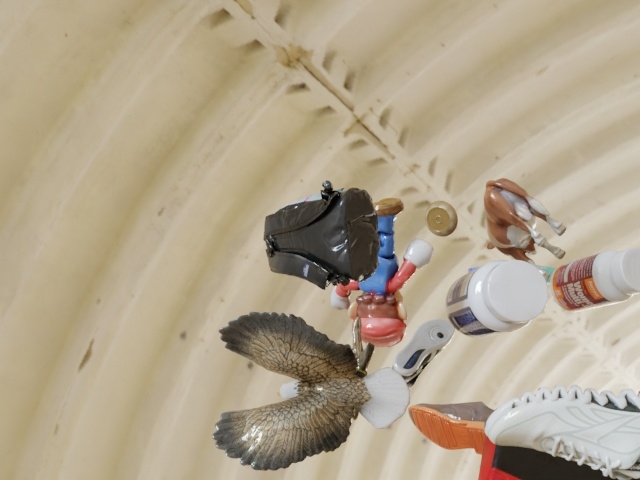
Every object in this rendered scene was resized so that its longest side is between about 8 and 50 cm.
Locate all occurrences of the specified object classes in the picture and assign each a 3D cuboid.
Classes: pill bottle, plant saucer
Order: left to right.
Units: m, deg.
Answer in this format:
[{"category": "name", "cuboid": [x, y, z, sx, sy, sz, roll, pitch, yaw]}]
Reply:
[{"category": "plant saucer", "cuboid": [0.269, -0.048, 1.566, 0.015, 0.083, 0.083, -18, -40, -51]}, {"category": "pill bottle", "cuboid": [0.373, 0.125, 1.481, 0.153, 0.153, 0.264, -24, -8, -10]}, {"category": "pill bottle", "cuboid": [0.650, 0.091, 1.606, 0.121, 0.121, 0.221, -8, -11, -25]}]

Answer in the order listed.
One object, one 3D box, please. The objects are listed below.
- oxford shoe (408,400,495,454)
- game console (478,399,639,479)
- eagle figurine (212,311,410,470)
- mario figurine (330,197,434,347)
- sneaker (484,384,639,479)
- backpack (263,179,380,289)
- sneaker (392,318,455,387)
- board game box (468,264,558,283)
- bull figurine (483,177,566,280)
[{"category": "oxford shoe", "cuboid": [0.425, 0.544, 2.072, 0.133, 0.364, 0.129, -32, -65, -37]}, {"category": "game console", "cuboid": [0.467, 0.495, 1.253, 0.387, 0.342, 0.060, 23, -38, 0]}, {"category": "eagle figurine", "cuboid": [-0.023, 0.255, 1.190, 0.298, 0.226, 0.225, 10, -53, -45]}, {"category": "mario figurine", "cuboid": [0.122, 0.068, 1.452, 0.170, 0.198, 0.320, -12, -75, -27]}, {"category": "sneaker", "cuboid": [0.378, 0.270, 0.961, 0.292, 0.118, 0.110, -4, -37, 6]}, {"category": "backpack", "cuboid": [0.000, 0.000, 1.031, 0.115, 0.182, 0.151, 5, -99, -44]}, {"category": "sneaker", "cuboid": [0.243, 0.286, 1.723, 0.217, 0.079, 0.121, -33, -29, -34]}, {"category": "board game box", "cuboid": [0.539, 0.100, 1.953, 0.160, 0.210, 0.047, 9, -101, -18]}, {"category": "bull figurine", "cuboid": [0.420, -0.020, 1.468, 0.101, 0.188, 0.310, -48, -32, -3]}]
